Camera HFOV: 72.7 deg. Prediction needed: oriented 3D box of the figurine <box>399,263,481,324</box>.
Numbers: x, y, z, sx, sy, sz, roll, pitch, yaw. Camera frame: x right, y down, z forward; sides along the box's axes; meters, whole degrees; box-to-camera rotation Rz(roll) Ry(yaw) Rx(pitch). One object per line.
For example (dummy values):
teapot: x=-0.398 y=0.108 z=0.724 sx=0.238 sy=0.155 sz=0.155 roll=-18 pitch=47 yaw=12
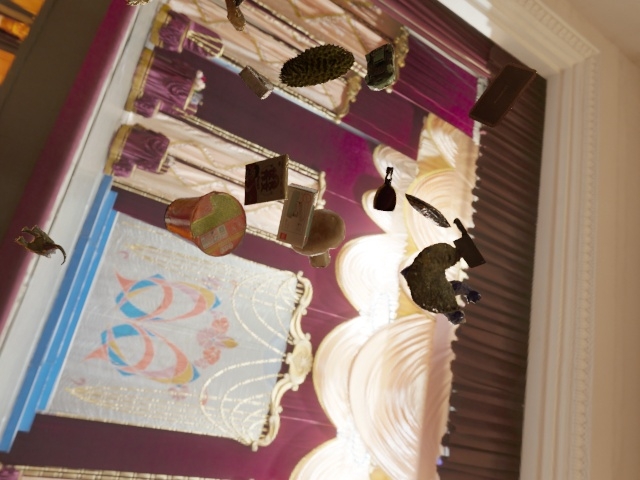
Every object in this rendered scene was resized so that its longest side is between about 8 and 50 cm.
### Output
figurine: x=0.367 y=0.171 z=1.392 sx=0.120 sy=0.262 sz=0.164 roll=-40 pitch=166 yaw=-41

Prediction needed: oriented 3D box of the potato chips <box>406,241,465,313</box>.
potato chips: x=0.350 y=0.107 z=1.288 sx=0.029 sy=0.202 sz=0.220 roll=-27 pitch=-136 yaw=69

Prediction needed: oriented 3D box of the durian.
durian: x=-0.011 y=-0.742 z=1.884 sx=0.169 sy=0.351 sz=0.158 roll=-127 pitch=-159 yaw=-84

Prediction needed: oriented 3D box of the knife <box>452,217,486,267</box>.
knife: x=0.544 y=0.006 z=1.656 sx=0.072 sy=0.019 sz=0.245 roll=-20 pitch=-134 yaw=6

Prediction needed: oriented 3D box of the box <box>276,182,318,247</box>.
box: x=-0.101 y=-0.108 z=1.914 sx=0.079 sy=0.135 sz=0.270 roll=-54 pitch=160 yaw=-68

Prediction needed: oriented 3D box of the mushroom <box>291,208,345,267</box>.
mushroom: x=0.000 y=0.000 z=2.192 sx=0.292 sy=0.290 sz=0.293 roll=-13 pitch=-147 yaw=9

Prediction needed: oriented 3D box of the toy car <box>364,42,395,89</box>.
toy car: x=0.298 y=-0.820 z=2.093 sx=0.136 sy=0.125 sz=0.306 roll=-16 pitch=-129 yaw=26

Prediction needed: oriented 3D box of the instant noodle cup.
instant noodle cup: x=-0.358 y=-0.060 z=1.296 sx=0.212 sy=0.193 sz=0.193 roll=11 pitch=-99 yaw=43

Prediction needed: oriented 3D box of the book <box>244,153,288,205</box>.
book: x=-0.202 y=-0.216 z=1.590 sx=0.231 sy=0.022 sz=0.162 roll=-3 pitch=-96 yaw=43

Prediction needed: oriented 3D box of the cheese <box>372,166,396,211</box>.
cheese: x=0.239 y=-0.185 z=1.569 sx=0.036 sy=0.086 sz=0.163 roll=-80 pitch=177 yaw=-72

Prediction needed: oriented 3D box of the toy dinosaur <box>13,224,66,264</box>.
toy dinosaur: x=-0.985 y=0.015 z=1.538 sx=0.362 sy=0.147 sz=0.076 roll=-4 pitch=-131 yaw=48

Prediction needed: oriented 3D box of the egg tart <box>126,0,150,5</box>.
egg tart: x=-0.561 y=-0.910 z=1.519 sx=0.288 sy=0.288 sz=0.118 roll=-122 pitch=-163 yaw=-59

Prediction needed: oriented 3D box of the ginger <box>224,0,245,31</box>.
ginger: x=-0.308 y=-0.878 z=1.583 sx=0.058 sy=0.214 sz=0.133 roll=-5 pitch=-154 yaw=36

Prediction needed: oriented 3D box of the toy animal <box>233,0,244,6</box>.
toy animal: x=-0.250 y=-0.911 z=1.439 sx=0.185 sy=0.122 sz=0.299 roll=26 pitch=77 yaw=-70

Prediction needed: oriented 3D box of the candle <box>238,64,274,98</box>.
candle: x=-0.304 y=-0.767 z=2.139 sx=0.068 sy=0.192 sz=0.169 roll=-40 pitch=-122 yaw=24

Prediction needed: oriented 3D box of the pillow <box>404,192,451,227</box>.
pillow: x=0.423 y=-0.111 z=1.703 sx=0.055 sy=0.208 sz=0.141 roll=-55 pitch=-137 yaw=6

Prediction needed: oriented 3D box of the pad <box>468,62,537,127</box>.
pad: x=0.735 y=-0.594 z=1.772 sx=0.266 sy=0.002 sz=0.176 roll=-55 pitch=-140 yaw=13
